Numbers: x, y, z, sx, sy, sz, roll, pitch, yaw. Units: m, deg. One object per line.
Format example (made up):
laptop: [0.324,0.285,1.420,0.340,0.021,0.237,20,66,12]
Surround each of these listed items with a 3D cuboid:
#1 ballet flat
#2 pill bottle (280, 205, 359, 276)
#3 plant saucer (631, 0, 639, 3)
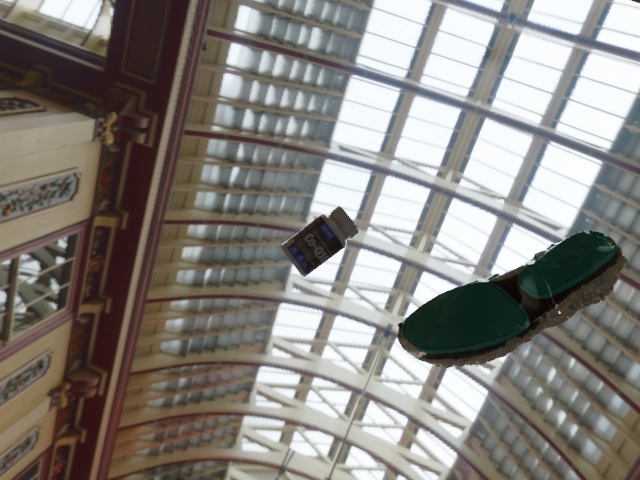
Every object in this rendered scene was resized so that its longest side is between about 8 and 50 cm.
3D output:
ballet flat: [0.323,0.121,0.959,0.408,0.147,0.147,-23,-81,-10]
pill bottle: [0.000,0.000,1.111,0.137,0.078,0.078,-37,-88,-2]
plant saucer: [0.465,-0.418,0.780,0.199,0.037,0.200,5,-67,11]
